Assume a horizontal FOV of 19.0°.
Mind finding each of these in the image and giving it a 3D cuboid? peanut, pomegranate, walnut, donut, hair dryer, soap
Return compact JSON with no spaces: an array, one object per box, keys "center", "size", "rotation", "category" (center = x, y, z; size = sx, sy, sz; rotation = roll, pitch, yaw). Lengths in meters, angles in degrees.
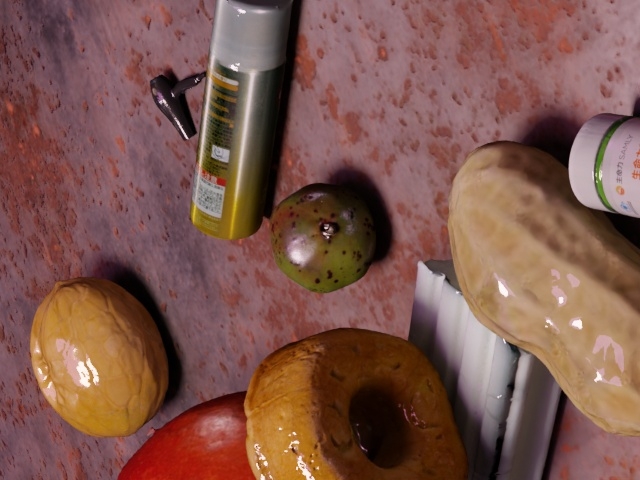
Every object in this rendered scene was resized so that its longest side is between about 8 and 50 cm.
[{"center":[0.219,0.047,1.685],"size":[0.313,0.152,0.152],"rotation":[50,139,19],"category":"peanut"},{"center":[0.000,0.000,1.971],"size":[0.114,0.114,0.142],"rotation":[62,167,8],"category":"pomegranate"},{"center":[-0.268,0.140,2.313],"size":[0.159,0.159,0.206],"rotation":[-21,96,52],"category":"walnut"},{"center":[0.034,0.187,1.785],"size":[0.114,0.227,0.226],"rotation":[-33,81,47],"category":"donut"},{"center":[-0.148,-0.158,2.130],"size":[0.083,0.031,0.079],"rotation":[-27,97,44],"category":"hair dryer"},{"center":[0.156,0.149,1.863],"size":[0.150,0.094,0.261],"rotation":[39,135,39],"category":"soap"}]

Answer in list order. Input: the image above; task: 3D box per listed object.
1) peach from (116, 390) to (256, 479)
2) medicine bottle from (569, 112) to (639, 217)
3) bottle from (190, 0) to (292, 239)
[{"center":[-0.060,0.336,2.005],"size":[0.370,0.370,0.370],"rotation":[25,125,41],"category":"peach"},{"center":[0.302,-0.055,1.588],"size":[0.183,0.086,0.086],"rotation":[12,116,46],"category":"medicine bottle"},{"center":[-0.084,-0.138,2.013],"size":[0.082,0.082,0.286],"rotation":[37,133,34],"category":"bottle"}]
